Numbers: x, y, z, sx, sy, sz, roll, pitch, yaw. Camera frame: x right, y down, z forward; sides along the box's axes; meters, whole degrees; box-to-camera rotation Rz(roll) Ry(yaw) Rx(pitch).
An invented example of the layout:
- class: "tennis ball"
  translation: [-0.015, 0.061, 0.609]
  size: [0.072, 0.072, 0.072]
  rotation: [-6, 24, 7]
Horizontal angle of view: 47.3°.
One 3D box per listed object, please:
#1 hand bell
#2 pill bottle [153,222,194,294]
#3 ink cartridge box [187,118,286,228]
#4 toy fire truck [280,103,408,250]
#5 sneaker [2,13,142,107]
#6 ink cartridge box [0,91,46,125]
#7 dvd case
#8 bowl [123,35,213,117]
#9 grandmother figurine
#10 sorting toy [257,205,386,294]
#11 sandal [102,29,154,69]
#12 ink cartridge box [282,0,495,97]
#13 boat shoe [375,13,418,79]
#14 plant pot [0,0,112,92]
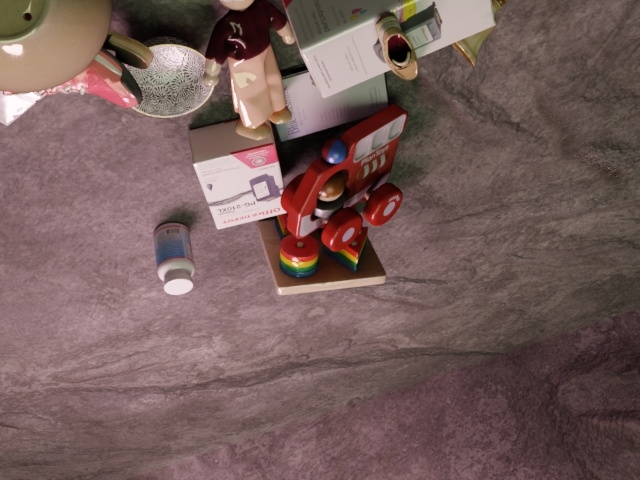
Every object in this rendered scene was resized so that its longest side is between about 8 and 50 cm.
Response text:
- class: "hand bell"
  translation: [0.338, -0.454, 1.360]
  size: [0.242, 0.126, 0.126]
  rotation: [-41, 140, 13]
- class: "pill bottle"
  translation: [-0.343, 0.044, 1.721]
  size: [0.087, 0.160, 0.087]
  rotation: [-10, 145, -7]
- class: "ink cartridge box"
  translation: [-0.171, -0.144, 1.575]
  size: [0.172, 0.100, 0.237]
  rotation: [-14, 146, -3]
- class: "toy fire truck"
  translation: [0.053, -0.139, 1.548]
  size: [0.302, 0.169, 0.254]
  rotation: [-32, 149, -31]
- class: "sneaker"
  translation: [-0.445, -0.276, 1.175]
  size: [0.314, 0.136, 0.116]
  rotation: [27, 173, -17]
- class: "ink cartridge box"
  translation: [-0.526, -0.289, 1.263]
  size: [0.180, 0.060, 0.104]
  rotation: [-31, 143, 21]
- class: "dvd case"
  translation: [0.013, -0.298, 1.498]
  size: [0.253, 0.022, 0.180]
  rotation: [-16, 146, 1]
- class: "bowl"
  translation: [-0.280, -0.309, 1.315]
  size: [0.170, 0.080, 0.170]
  rotation: [-11, 145, -8]
- class: "grandmother figurine"
  translation: [-0.132, -0.341, 1.288]
  size: [0.208, 0.104, 0.342]
  rotation: [-49, 149, -33]
- class: "sorting toy"
  translation: [0.000, 0.000, 1.728]
  size: [0.257, 0.255, 0.089]
  rotation: [-6, 129, -14]
- class: "sandal"
  translation: [-0.376, -0.367, 1.198]
  size: [0.240, 0.079, 0.088]
  rotation: [24, 165, -5]
- class: "ink cartridge box"
  translation: [0.098, -0.404, 1.201]
  size: [0.306, 0.226, 0.131]
  rotation: [-23, 147, 9]
- class: "boat shoe"
  translation: [0.122, -0.288, 1.133]
  size: [0.050, 0.045, 0.135]
  rotation: [-26, 146, 15]
- class: "plant pot"
  translation: [-0.430, -0.337, 0.999]
  size: [0.284, 0.191, 0.284]
  rotation: [-5, 108, -15]
